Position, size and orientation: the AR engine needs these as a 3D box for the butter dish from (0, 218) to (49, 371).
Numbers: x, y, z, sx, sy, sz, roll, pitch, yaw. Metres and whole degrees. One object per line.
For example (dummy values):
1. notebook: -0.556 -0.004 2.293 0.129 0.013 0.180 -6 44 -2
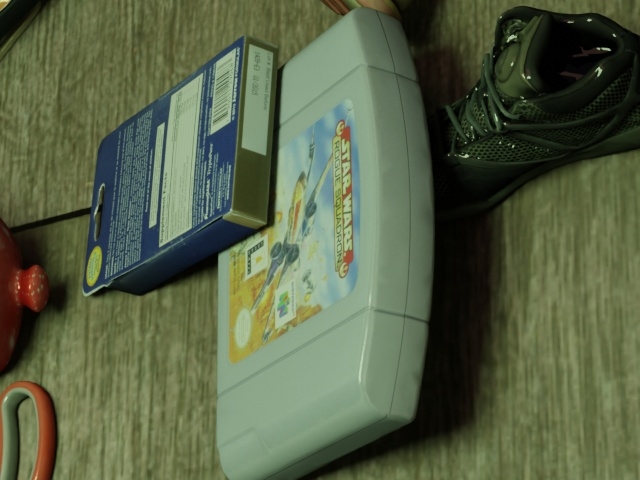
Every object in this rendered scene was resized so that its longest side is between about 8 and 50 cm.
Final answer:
1. butter dish: -0.264 0.038 1.412 0.118 0.160 0.160 -3 65 7

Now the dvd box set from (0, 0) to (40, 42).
1. dvd box set: -0.373 -0.357 1.557 0.420 0.062 0.307 45 91 6

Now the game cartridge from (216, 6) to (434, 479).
1. game cartridge: 0.000 0.000 1.256 0.198 0.062 0.297 -38 46 51

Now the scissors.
1. scissors: -0.242 0.245 1.360 0.109 0.021 0.297 -16 59 23

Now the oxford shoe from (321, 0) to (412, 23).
1. oxford shoe: -0.019 -0.310 1.412 0.146 0.140 0.397 -37 55 4

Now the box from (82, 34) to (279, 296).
1. box: -0.105 -0.045 1.362 0.225 0.036 0.136 -26 54 51

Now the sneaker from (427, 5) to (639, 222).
1. sneaker: 0.113 -0.087 1.228 0.227 0.130 0.087 -19 57 26

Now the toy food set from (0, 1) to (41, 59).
1. toy food set: -0.333 -0.205 1.618 0.192 0.038 0.132 35 89 38
